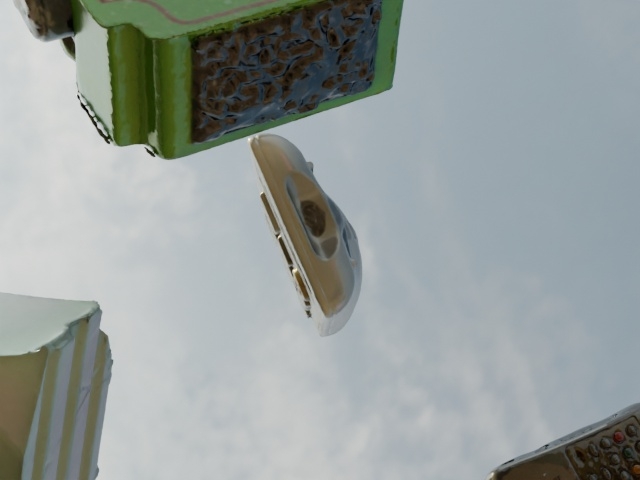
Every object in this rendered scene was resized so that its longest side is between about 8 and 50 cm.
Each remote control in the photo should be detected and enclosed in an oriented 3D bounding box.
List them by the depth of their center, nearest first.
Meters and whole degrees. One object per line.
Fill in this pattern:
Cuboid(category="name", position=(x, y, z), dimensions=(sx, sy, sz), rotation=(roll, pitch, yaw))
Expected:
Cuboid(category="remote control", position=(0.176, 0.106, 0.773), dimensions=(0.059, 0.212, 0.028), rotation=(63, -28, 16))
Cuboid(category="remote control", position=(0.000, 0.000, 0.968), dimensions=(0.055, 0.313, 0.109), rotation=(-23, -95, -2))

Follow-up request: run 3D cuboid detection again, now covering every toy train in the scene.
Cuboid(category="toy train", position=(-0.094, -0.204, 1.282), dimensions=(0.249, 0.307, 0.173), rotation=(54, -27, 35))

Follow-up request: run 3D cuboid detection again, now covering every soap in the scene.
Cuboid(category="soap", position=(-0.191, 0.134, 0.886), dimensions=(0.091, 0.145, 0.230), rotation=(13, -68, 9))
